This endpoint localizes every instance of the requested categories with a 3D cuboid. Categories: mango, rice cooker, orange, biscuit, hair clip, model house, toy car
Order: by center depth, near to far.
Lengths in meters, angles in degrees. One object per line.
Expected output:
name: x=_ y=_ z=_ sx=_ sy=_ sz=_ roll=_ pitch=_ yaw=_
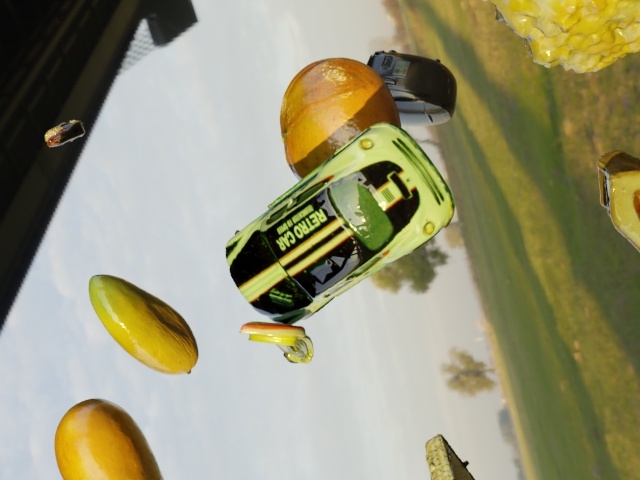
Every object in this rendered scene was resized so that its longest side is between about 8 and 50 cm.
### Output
mango: x=-0.203 y=0.240 z=0.930 sx=0.178 sy=0.090 sz=0.115 roll=52 pitch=168 yaw=21
toy car: x=0.000 y=0.000 z=1.025 sx=0.136 sy=0.306 sz=0.125 roll=54 pitch=-145 yaw=-2
hair clip: x=-0.039 y=0.113 z=1.058 sx=0.188 sy=0.060 sz=0.033 roll=53 pitch=-137 yaw=-71
biscuit: x=0.184 y=0.326 z=1.079 sx=0.199 sy=0.040 sz=0.121 roll=54 pitch=-167 yaw=-24
orange: x=0.026 y=-0.164 z=1.428 sx=0.240 sy=0.171 sz=0.240 roll=171 pitch=90 yaw=-75
mango: x=-0.309 y=0.152 z=1.626 sx=0.237 sy=0.091 sz=0.137 roll=37 pitch=-160 yaw=-35
model house: x=0.601 y=-0.074 z=1.643 sx=0.268 sy=0.173 sz=0.239 roll=46 pitch=-163 yaw=-14
rice cooker: x=0.154 y=-0.277 z=1.717 sx=0.142 sy=0.203 sz=0.118 roll=43 pitch=-119 yaw=-70

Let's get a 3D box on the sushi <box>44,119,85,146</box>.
sushi: x=-0.508 y=-0.209 z=1.859 sx=0.046 sy=0.083 sz=0.044 roll=34 pitch=148 yaw=55

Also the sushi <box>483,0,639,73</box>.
sushi: x=0.245 y=-0.368 z=0.926 sx=0.351 sy=0.240 sz=0.396 roll=22 pitch=-133 yaw=-35
